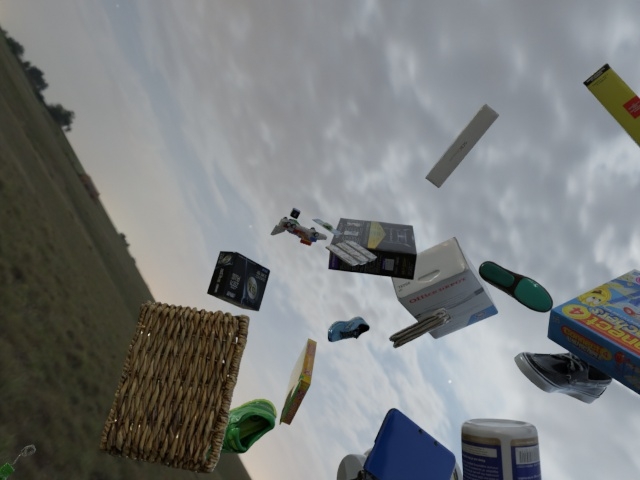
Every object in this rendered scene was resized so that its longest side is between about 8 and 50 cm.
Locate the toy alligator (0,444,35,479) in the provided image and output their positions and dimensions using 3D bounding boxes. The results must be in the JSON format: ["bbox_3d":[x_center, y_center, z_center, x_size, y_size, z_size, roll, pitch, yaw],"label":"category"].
[{"bbox_3d":[-0.693,0.511,1.071,0.051,0.189,0.056,-1,-58,55],"label":"toy alligator"}]

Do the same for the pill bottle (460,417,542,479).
[{"bbox_3d":[0.364,0.503,1.015,0.153,0.153,0.265,145,-52,-71],"label":"pill bottle"}]

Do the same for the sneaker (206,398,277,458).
[{"bbox_3d":[-0.257,0.526,1.380,0.109,0.295,0.123,67,-12,-9],"label":"sneaker"}]

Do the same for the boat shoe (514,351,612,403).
[{"bbox_3d":[0.611,0.323,1.257,0.102,0.301,0.108,-54,-154,26],"label":"boat shoe"}]

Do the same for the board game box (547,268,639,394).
[{"bbox_3d":[0.732,0.204,1.116,0.308,0.302,0.086,37,-41,54],"label":"board game box"}]

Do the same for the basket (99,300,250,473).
[{"bbox_3d":[-0.266,0.297,1.024,0.213,0.223,0.299,93,5,-66],"label":"basket"}]

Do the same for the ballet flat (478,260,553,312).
[{"bbox_3d":[0.527,0.122,1.365,0.213,0.072,0.068,35,4,30],"label":"ballet flat"}]

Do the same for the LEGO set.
[{"bbox_3d":[0.000,0.000,1.219,0.244,0.060,0.182,34,16,17],"label":"LEGO set"}]

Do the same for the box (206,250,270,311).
[{"bbox_3d":[-0.261,0.133,1.642,0.077,0.147,0.180,2,-22,36],"label":"box"}]

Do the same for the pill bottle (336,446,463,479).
[{"bbox_3d":[0.221,0.679,1.424,0.188,0.334,0.188,-36,-133,51],"label":"pill bottle"}]

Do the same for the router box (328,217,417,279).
[{"bbox_3d":[0.161,0.016,1.537,0.309,0.243,0.081,-63,159,-71],"label":"router box"}]

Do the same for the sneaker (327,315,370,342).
[{"bbox_3d":[0.095,0.300,1.690,0.073,0.162,0.063,22,-56,55],"label":"sneaker"}]

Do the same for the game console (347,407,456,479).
[{"bbox_3d":[0.156,0.571,1.215,0.293,0.250,0.173,44,32,-26],"label":"game console"}]

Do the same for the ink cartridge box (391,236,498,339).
[{"bbox_3d":[0.482,0.196,1.974,0.395,0.285,0.166,45,25,-45],"label":"ink cartridge box"}]

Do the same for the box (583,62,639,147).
[{"bbox_3d":[0.627,-0.244,1.009,0.058,0.087,0.232,-41,-113,30],"label":"box"}]

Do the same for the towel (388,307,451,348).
[{"bbox_3d":[0.319,0.273,1.602,0.049,0.187,0.282,64,11,13],"label":"towel"}]

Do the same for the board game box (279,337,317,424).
[{"bbox_3d":[-0.054,0.359,1.298,0.039,0.124,0.259,25,13,0],"label":"board game box"}]

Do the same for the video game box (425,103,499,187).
[{"bbox_3d":[0.334,-0.225,1.198,0.048,0.205,0.187,39,21,6],"label":"video game box"}]
